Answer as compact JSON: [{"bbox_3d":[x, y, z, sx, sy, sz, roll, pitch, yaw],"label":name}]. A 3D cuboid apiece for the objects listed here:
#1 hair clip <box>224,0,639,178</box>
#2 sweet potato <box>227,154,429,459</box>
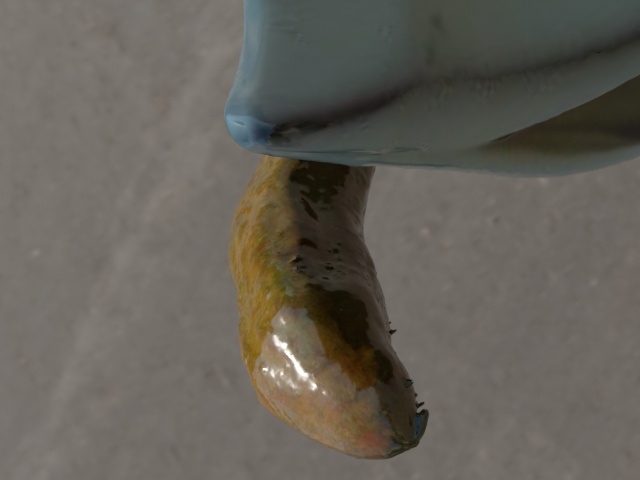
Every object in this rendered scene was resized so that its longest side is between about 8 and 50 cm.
[{"bbox_3d":[0.077,-0.112,0.551,0.113,0.282,0.172,98,150,-63],"label":"hair clip"},{"bbox_3d":[-0.002,-0.001,0.629,0.182,0.053,0.054,-91,21,-44],"label":"sweet potato"}]
